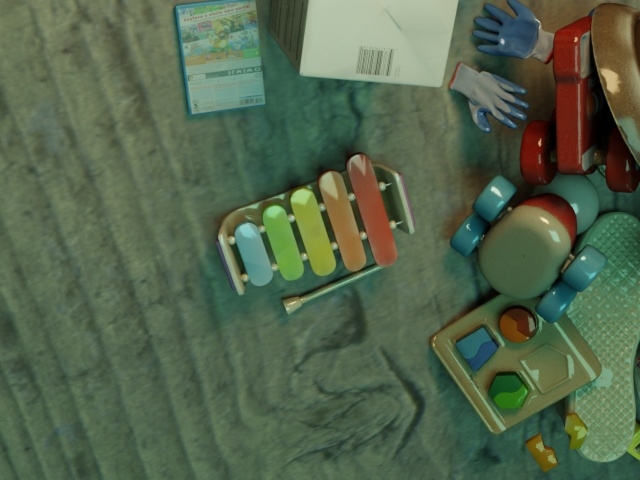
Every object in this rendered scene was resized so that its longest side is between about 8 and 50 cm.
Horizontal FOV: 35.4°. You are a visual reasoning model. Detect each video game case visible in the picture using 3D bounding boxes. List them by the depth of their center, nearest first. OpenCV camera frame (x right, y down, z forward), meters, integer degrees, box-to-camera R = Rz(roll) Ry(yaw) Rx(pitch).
[{"bbox_3d":[-0.148,-0.276,1.502,0.119,0.015,0.166,-9,115,-9],"label":"video game case"}]

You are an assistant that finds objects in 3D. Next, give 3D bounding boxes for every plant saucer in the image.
[{"bbox_3d":[0.495,-0.216,1.477,0.050,0.311,0.310,-24,122,35],"label":"plant saucer"}]

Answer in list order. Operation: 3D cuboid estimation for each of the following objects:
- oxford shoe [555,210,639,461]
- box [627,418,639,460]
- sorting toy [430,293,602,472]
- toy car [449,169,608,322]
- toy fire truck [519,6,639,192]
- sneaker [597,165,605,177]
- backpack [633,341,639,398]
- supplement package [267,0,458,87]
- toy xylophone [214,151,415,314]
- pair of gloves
[{"bbox_3d":[0.499,0.169,1.801,0.169,0.130,0.450,1,98,-1],"label":"oxford shoe"},{"bbox_3d":[0.660,0.417,1.965,0.232,0.087,0.058,35,99,-23],"label":"box"},{"bbox_3d":[0.365,0.242,1.743,0.229,0.041,0.307,-35,89,17],"label":"sorting toy"},{"bbox_3d":[0.382,-0.031,1.667,0.219,0.238,0.210,39,146,11],"label":"toy car"},{"bbox_3d":[0.422,-0.221,1.533,0.169,0.302,0.254,8,114,30],"label":"toy fire truck"},{"bbox_3d":[0.481,-0.141,1.709,0.037,0.032,0.083,-50,121,-5],"label":"sneaker"},{"bbox_3d":[0.684,0.246,1.804,0.225,0.254,0.191,24,126,-23],"label":"backpack"},{"bbox_3d":[0.053,-0.345,1.381,0.199,0.263,0.198,3,113,-14],"label":"supplement package"},{"bbox_3d":[0.000,0.000,1.622,0.322,0.081,0.236,-27,117,-1],"label":"toy xylophone"},{"bbox_3d":[0.277,-0.266,1.539,0.023,0.159,0.198,7,114,-48],"label":"pair of gloves"}]
